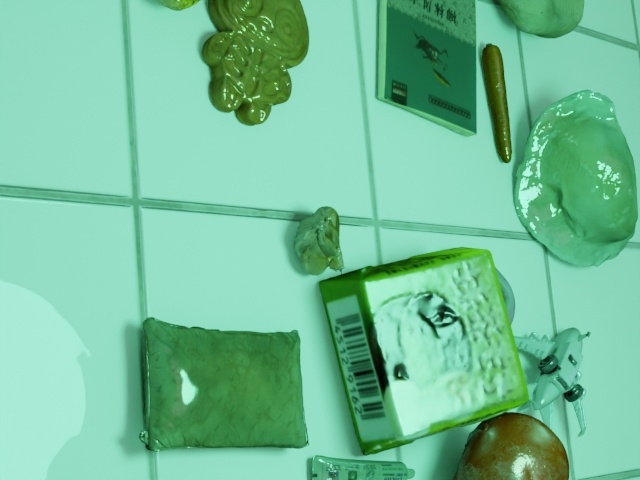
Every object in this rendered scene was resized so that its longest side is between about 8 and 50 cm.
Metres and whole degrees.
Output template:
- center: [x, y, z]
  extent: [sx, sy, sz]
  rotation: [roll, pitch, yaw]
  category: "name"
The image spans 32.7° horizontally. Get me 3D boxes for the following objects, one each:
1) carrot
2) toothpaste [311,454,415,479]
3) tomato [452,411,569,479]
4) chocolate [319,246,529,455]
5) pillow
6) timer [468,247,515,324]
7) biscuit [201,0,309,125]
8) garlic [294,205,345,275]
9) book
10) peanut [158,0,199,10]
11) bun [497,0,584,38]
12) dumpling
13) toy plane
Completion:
- center: [0.358, -0.276, 2.194]
  extent: [0.043, 0.043, 0.247]
  rotation: [-2, 84, -44]
  category: "carrot"
- center: [0.069, 0.378, 1.758]
  extent: [0.218, 0.041, 0.064]
  rotation: [8, 80, -38]
  category: "toothpaste"
- center: [0.324, 0.411, 1.859]
  extent: [0.232, 0.189, 0.231]
  rotation: [19, 90, -77]
  category: "tomato"
- center: [0.179, 0.171, 1.785]
  extent: [0.289, 0.137, 0.300]
  rotation: [-13, 87, -24]
  category: "chocolate"
- center: [-0.135, 0.210, 1.576]
  extent: [0.303, 0.075, 0.184]
  rotation: [9, 72, -43]
  category: "pillow"
- center: [0.264, 0.130, 1.976]
  extent: [0.191, 0.069, 0.208]
  rotation: [46, 56, -26]
  category: "timer"
- center: [-0.105, -0.325, 1.765]
  extent: [0.202, 0.044, 0.288]
  rotation: [33, 57, -34]
  category: "biscuit"
- center: [-0.004, -0.002, 1.755]
  extent: [0.094, 0.074, 0.113]
  rotation: [42, 58, -53]
  category: "garlic"
- center: [0.208, -0.407, 2.089]
  extent: [0.264, 0.031, 0.379]
  rotation: [14, 70, -40]
  category: "book"
- center: [-0.193, -0.428, 1.675]
  extent: [0.087, 0.087, 0.206]
  rotation: [47, 49, -25]
  category: "peanut"
- center: [0.452, -0.548, 2.270]
  extent: [0.273, 0.168, 0.272]
  rotation: [12, 76, -54]
  category: "bun"
- center: [0.547, -0.127, 2.222]
  extent: [0.270, 0.212, 0.320]
  rotation: [-2, 70, -41]
  category: "dumpling"
- center: [0.462, 0.250, 2.118]
  extent: [0.251, 0.101, 0.255]
  rotation: [49, 50, -9]
  category: "toy plane"
